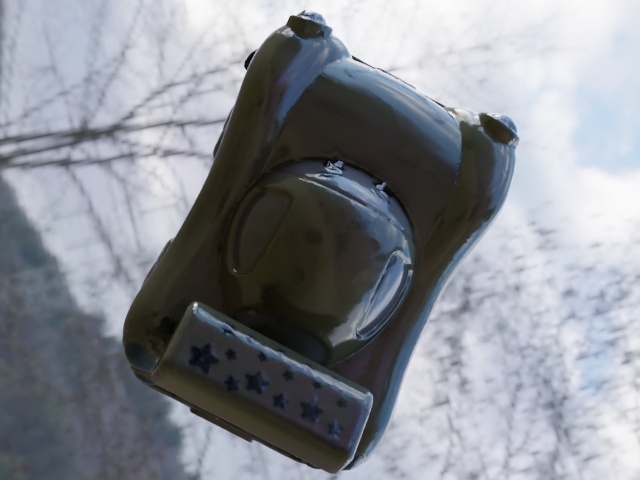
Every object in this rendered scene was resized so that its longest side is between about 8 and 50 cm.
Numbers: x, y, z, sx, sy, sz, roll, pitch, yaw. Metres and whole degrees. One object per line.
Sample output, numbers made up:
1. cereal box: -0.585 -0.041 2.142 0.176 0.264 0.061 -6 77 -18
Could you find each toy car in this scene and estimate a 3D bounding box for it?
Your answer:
1. toy car: 0.000 0.000 1.203 0.336 0.242 0.226 -63 -174 -9
